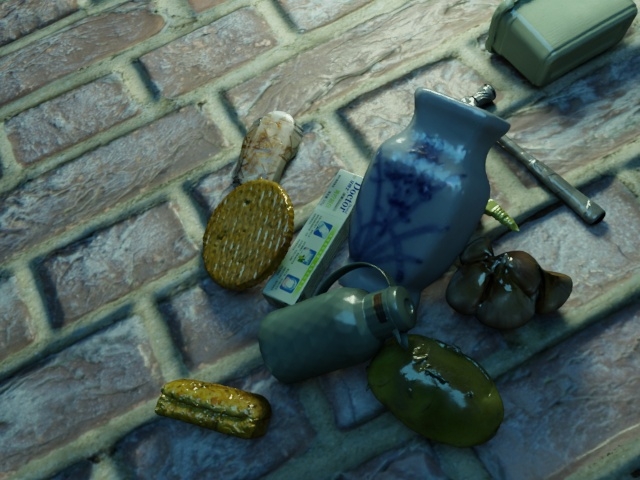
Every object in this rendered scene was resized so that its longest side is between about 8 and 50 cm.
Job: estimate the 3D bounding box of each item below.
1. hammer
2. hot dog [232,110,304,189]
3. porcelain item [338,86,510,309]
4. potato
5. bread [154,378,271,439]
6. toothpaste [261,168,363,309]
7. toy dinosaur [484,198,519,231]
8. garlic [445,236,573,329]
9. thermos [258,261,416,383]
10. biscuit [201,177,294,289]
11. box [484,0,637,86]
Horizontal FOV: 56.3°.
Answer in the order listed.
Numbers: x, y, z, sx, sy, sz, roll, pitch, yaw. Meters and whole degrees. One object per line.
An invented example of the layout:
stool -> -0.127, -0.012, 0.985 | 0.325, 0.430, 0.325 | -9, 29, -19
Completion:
hammer -> 0.459, -0.191, 1.327 | 0.152, 0.044, 0.427 | -38, 63, -10
hot dog -> -0.129, -0.198, 1.418 | 0.131, 0.069, 0.252 | 17, 68, 8
porcelain item -> 0.183, -0.071, 1.139 | 0.243, 0.178, 0.404 | 29, 104, 21
potato -> 0.205, 0.263, 1.066 | 0.248, 0.143, 0.169 | 30, 85, 21
bread -> -0.199, 0.314, 1.127 | 0.211, 0.114, 0.083 | 8, 80, 13
toothpaste -> 0.000, 0.000, 1.287 | 0.081, 0.067, 0.336 | 23, 68, 21
toy dinosaur -> 0.308, -0.093, 1.248 | 0.094, 0.153, 0.259 | -40, 71, -10
garlic -> 0.349, 0.094, 1.132 | 0.214, 0.191, 0.160 | 29, 95, 10
thermos -> 0.033, 0.147, 1.096 | 0.287, 0.145, 0.182 | -24, 62, 27
biscuit -> -0.157, -0.013, 1.290 | 0.254, 0.035, 0.253 | -14, 63, 30
box -> 0.574, -0.509, 1.416 | 0.312, 0.175, 0.182 | -30, 70, -7
